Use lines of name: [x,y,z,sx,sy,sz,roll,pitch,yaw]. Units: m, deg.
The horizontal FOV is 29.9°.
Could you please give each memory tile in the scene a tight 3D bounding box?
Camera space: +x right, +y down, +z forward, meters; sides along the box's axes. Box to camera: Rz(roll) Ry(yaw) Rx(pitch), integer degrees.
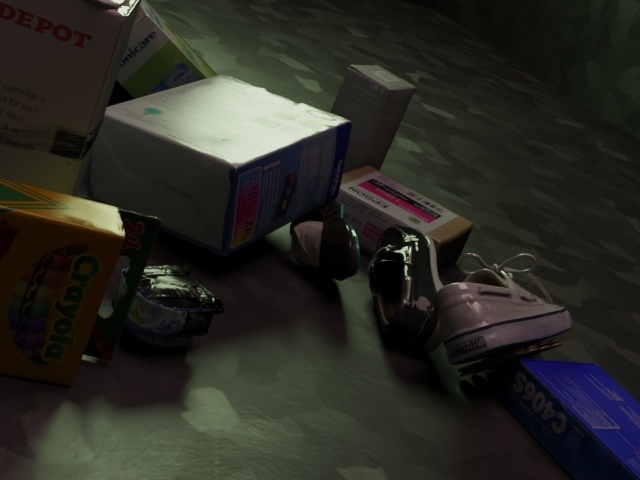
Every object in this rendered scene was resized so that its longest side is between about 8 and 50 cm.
memory tile: [0.276,0.170,1.748,0.148,0.113,0.012,-4,71,-51]

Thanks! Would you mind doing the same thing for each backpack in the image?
backpack: [-0.200,0.084,1.486,0.114,0.084,0.105,5,26,-49]

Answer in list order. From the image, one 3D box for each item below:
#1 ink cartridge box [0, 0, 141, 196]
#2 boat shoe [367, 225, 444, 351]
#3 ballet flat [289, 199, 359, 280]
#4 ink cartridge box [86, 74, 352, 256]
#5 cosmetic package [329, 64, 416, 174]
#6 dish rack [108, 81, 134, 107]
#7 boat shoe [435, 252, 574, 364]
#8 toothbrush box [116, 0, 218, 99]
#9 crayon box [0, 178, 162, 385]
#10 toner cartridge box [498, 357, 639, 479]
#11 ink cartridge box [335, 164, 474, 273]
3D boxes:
ink cartridge box: [-0.408,-0.158,1.426,0.285,0.395,0.166,20,22,-8]
boat shoe: [0.122,0.054,1.846,0.091,0.114,0.302,21,20,-20]
ballet flat: [0.000,0.000,1.895,0.096,0.095,0.280,3,13,-6]
ink cartridge box: [-0.135,-0.137,1.884,0.270,0.151,0.395,23,29,24]
cosmetic package: [0.072,-0.199,2.233,0.107,0.238,0.127,33,20,19]
dish rack: [-0.446,-0.244,2.041,0.271,0.074,0.208,12,23,-26]
boat shoe: [0.259,0.088,1.771,0.367,0.136,0.156,-1,70,-58]
toothbrush box: [-0.272,-0.294,2.107,0.283,0.122,0.206,44,7,-33]
crayon box: [-0.345,0.038,1.289,0.318,0.202,0.081,13,24,-22]
toner cartridge box: [0.407,0.289,1.622,0.165,0.075,0.348,6,26,-33]
ink cartridge box: [0.126,-0.032,2.092,0.235,0.088,0.193,30,21,16]
